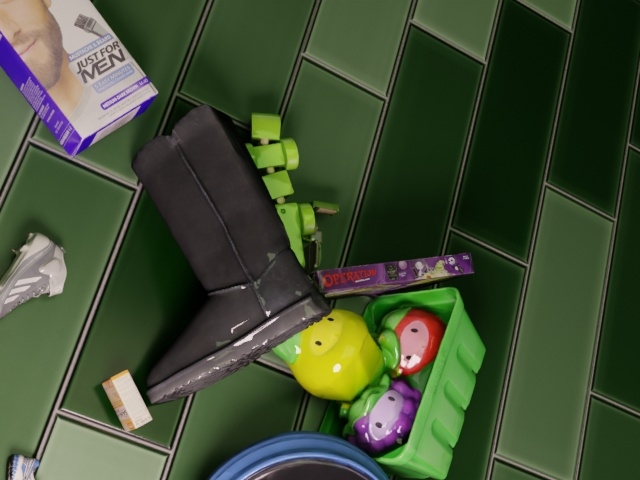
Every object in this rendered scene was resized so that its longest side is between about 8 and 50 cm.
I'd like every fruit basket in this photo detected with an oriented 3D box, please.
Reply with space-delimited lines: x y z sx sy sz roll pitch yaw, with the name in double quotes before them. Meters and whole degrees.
"fruit basket" 0.097 0.239 1.901 0.392 0.283 0.392 9 76 -42

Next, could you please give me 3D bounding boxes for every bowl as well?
"bowl" -0.039 0.526 1.728 0.391 0.077 0.391 -2 101 -13

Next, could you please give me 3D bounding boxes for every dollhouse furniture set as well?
"dollhouse furniture set" 0.000 0.000 2.014 0.058 0.076 0.152 10 70 -24

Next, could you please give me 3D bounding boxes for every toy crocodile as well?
"toy crocodile" -0.093 -0.094 1.987 0.115 0.105 0.341 -11 83 -17

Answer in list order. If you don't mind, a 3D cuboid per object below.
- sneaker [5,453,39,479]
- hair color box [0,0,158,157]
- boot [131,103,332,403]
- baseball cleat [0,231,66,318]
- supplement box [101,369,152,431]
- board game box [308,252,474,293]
"sneaker" -0.484 0.419 1.648 0.058 0.052 0.135 9 71 -29
"hair color box" -0.480 -0.347 1.853 0.185 0.110 0.339 -39 93 -30
"boot" -0.236 0.023 1.825 0.367 0.146 0.445 -30 78 1
"baseball cleat" -0.506 0.086 1.727 0.109 0.072 0.206 36 65 -21
"supplement box" -0.339 0.281 1.758 0.036 0.062 0.098 -26 87 -32
"board game box" 0.101 0.078 1.967 0.346 0.208 0.056 -6 77 -29
